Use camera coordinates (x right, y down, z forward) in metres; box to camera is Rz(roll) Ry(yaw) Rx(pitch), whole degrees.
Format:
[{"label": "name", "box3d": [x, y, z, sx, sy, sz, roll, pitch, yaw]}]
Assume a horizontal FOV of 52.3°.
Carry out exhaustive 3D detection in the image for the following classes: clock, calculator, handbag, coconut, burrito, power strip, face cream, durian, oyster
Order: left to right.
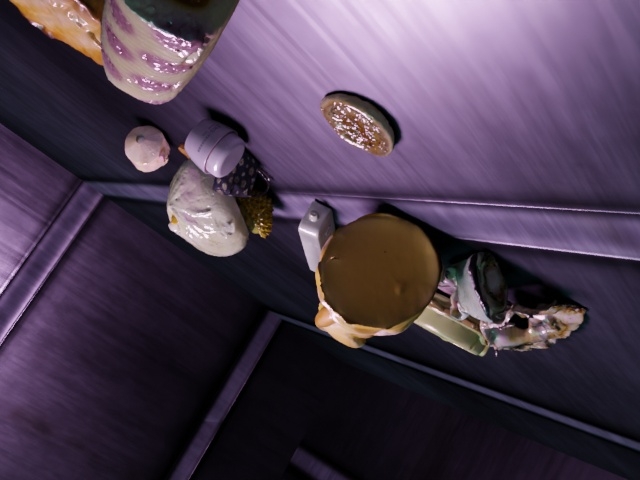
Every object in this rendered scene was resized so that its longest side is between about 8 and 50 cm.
[{"label": "coconut", "box3d": [-0.474, -0.253, 1.784, 0.116, 0.116, 0.122, 29, 170, 7]}, {"label": "face cream", "box3d": [-0.236, -0.208, 1.460, 0.104, 0.117, 0.117, 37, 167, 10]}, {"label": "handbag", "box3d": [-0.177, -0.152, 1.588, 0.139, 0.115, 0.072, 20, 175, -39]}, {"label": "durian", "box3d": [-0.174, -0.076, 1.793, 0.147, 0.102, 0.208, 57, 172, 8]}, {"label": "power strip", "box3d": [0.000, 0.000, 1.741, 0.062, 0.091, 0.385, 26, 165, 12]}, {"label": "clock", "box3d": [0.335, 0.208, 1.673, 0.234, 0.096, 0.308, 28, 176, 16]}, {"label": "calculator", "box3d": [0.345, 0.126, 1.590, 0.175, 0.032, 0.100, 33, 167, -9]}, {"label": "burrito", "box3d": [0.331, 0.102, 1.412, 0.089, 0.144, 0.229, -14, 176, -7]}, {"label": "oyster", "box3d": [0.452, 0.179, 1.446, 0.200, 0.107, 0.355, -7, 155, 3]}]

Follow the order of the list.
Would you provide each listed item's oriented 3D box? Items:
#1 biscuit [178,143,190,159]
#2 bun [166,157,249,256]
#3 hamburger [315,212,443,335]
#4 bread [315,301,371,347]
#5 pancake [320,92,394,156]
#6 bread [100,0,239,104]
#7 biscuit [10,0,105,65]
[{"label": "biscuit", "box3d": [-0.338, -0.226, 1.785, 0.118, 0.023, 0.140, 31, 166, -2]}, {"label": "bun", "box3d": [-0.314, -0.073, 1.704, 0.283, 0.179, 0.283, 58, 166, 23]}, {"label": "hamburger", "box3d": [0.125, 0.084, 1.445, 0.276, 0.277, 0.237, 28, 171, 8]}, {"label": "bread", "box3d": [0.101, 0.143, 1.711, 0.211, 0.270, 0.316, 42, 175, 16]}, {"label": "pancake", "box3d": [0.065, -0.191, 1.096, 0.151, 0.025, 0.152, 29, 164, 9]}, {"label": "bread", "box3d": [-0.209, -0.318, 0.901, 0.155, 0.187, 0.338, 33, 167, -16]}, {"label": "biscuit", "box3d": [-0.454, -0.434, 1.163, 0.296, 0.102, 0.296, 28, 169, 6]}]
